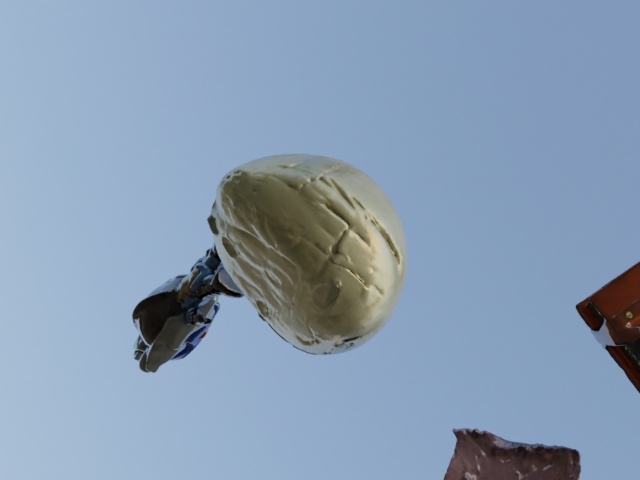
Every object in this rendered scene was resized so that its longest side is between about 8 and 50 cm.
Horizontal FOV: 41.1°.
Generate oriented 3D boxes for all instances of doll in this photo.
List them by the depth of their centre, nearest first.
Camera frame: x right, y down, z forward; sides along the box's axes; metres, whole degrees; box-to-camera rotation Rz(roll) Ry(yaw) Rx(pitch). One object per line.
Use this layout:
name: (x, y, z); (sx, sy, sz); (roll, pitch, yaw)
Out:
doll: (-0.130, 0.065, 0.786); (0.070, 0.096, 0.195); (25, -44, -25)

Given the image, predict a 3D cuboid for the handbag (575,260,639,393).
handbag: (0.299, 0.045, 0.618); (0.190, 0.063, 0.127); (-34, -104, -7)

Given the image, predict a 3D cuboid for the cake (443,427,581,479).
cake: (0.190, 0.258, 0.705); (0.113, 0.116, 0.295); (-1, -35, 31)

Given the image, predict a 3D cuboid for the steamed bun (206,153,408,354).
steamed bun: (0.000, 0.000, 0.518); (0.130, 0.091, 0.112); (47, -29, 13)
